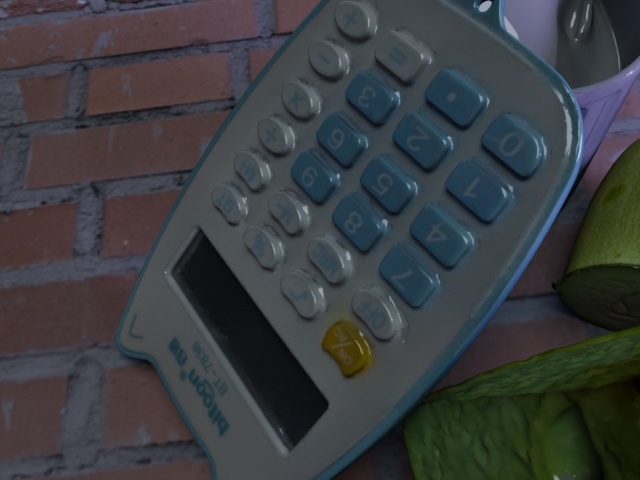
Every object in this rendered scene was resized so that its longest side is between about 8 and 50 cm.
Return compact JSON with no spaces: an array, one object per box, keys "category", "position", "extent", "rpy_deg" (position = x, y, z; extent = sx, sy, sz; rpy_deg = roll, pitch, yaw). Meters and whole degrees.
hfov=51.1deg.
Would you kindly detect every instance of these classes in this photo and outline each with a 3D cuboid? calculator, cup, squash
[{"category":"calculator","position":[0.000,0.000,0.459],"extent":[0.256,0.054,0.386],"rpy_deg":[49,115,32]},{"category":"cup","position":[0.128,-0.119,0.545],"extent":[0.221,0.202,0.167],"rpy_deg":[11,62,12]},{"category":"squash","position":[0.273,-0.018,0.524],"extent":[0.123,0.123,0.187],"rpy_deg":[24,66,17]}]

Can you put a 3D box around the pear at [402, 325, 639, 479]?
[{"category":"pear","position":[0.233,0.187,0.324],"extent":[0.238,0.342,0.318],"rpy_deg":[-8,79,-29]}]
